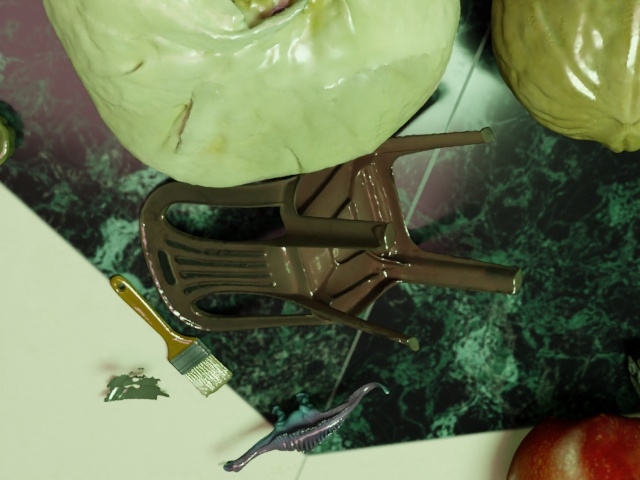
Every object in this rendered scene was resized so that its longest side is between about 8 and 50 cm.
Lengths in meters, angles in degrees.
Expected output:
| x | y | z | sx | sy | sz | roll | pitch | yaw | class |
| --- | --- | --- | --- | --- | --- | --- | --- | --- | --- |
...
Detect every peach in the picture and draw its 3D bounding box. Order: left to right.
| x | y | z | sx | sy | sz | roll | pitch | yaw | class |
| --- | --- | --- | --- | --- | --- | --- | --- | --- | --- |
| 0.316 | 0.306 | 1.041 | 0.249 | 0.245 | 0.274 | -31 | 112 | 13 | peach |

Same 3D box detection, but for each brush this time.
| x | y | z | sx | sy | sz | roll | pitch | yaw | class |
| --- | --- | --- | --- | --- | --- | --- | --- | --- | --- |
| -0.161 | 0.099 | 1.058 | 0.043 | 0.014 | 0.170 | -38 | 107 | 11 | brush |

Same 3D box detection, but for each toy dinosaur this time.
| x | y | z | sx | sy | sz | roll | pitch | yaw | class |
| --- | --- | --- | --- | --- | --- | --- | --- | --- | --- |
| -0.016 | 0.197 | 1.070 | 0.197 | 0.080 | 0.045 | -27 | 107 | 6 | toy dinosaur |

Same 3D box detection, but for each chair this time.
| x | y | z | sx | sy | sz | roll | pitch | yaw | class |
| --- | --- | --- | --- | --- | --- | --- | --- | --- | --- |
| 0.000 | 0.000 | 0.981 | 0.327 | 0.183 | 0.175 | 6 | 120 | 42 | chair |

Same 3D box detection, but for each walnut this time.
| x | y | z | sx | sy | sz | roll | pitch | yaw | class |
| --- | --- | --- | --- | --- | --- | --- | --- | --- | --- |
| 0.260 | -0.187 | 0.870 | 0.228 | 0.228 | 0.228 | -1 | 111 | -4 | walnut |

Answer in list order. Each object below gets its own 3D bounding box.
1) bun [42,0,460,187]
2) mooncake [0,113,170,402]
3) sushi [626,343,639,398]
| x | y | z | sx | sy | sz | roll | pitch | yaw | class |
| --- | --- | --- | --- | --- | --- | --- | --- | --- | --- |
| -0.059 | -0.204 | 0.846 | 0.361 | 0.213 | 0.361 | -1 | 108 | -4 | bun |
| -0.255 | 0.032 | 1.002 | 0.150 | 0.057 | 0.346 | -4 | 114 | 10 | mooncake |
| 0.381 | 0.148 | 1.073 | 0.084 | 0.098 | 0.094 | -21 | 108 | 2 | sushi |
